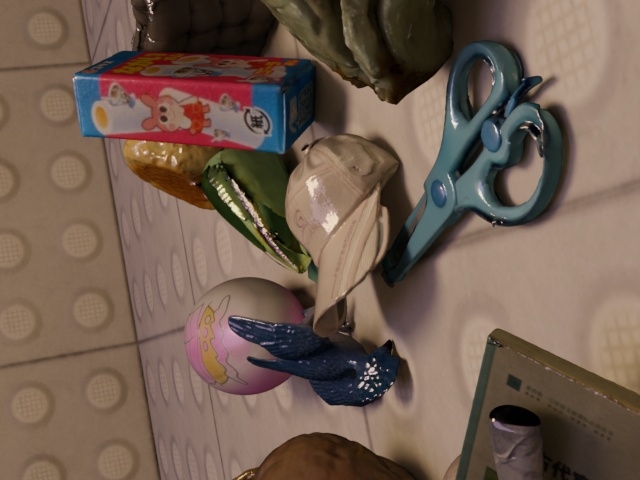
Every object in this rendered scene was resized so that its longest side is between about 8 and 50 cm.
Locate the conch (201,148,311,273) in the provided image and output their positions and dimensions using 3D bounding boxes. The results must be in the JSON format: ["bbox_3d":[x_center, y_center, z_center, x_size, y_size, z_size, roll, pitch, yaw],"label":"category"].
[{"bbox_3d":[-0.102,-0.063,1.433,0.250,0.137,0.143,-116,24,-55],"label":"conch"}]

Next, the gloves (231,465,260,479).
[{"bbox_3d":[-0.100,0.484,1.676,0.154,0.141,0.331,54,146,1],"label":"gloves"}]

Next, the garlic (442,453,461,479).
[{"bbox_3d":[0.169,0.247,0.912,0.087,0.101,0.195,-117,27,-43],"label":"garlic"}]

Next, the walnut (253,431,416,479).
[{"bbox_3d":[0.018,0.364,1.184,0.248,0.248,0.248,171,90,-70],"label":"walnut"}]

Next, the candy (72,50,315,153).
[{"bbox_3d":[-0.172,-0.199,1.314,0.157,0.306,0.100,-59,-28,-61],"label":"candy"}]

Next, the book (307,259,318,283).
[{"bbox_3d":[0.000,0.000,1.385,0.103,0.017,0.135,-155,59,-69],"label":"book"}]

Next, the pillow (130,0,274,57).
[{"bbox_3d":[-0.200,-0.313,1.486,0.101,0.228,0.326,69,156,12],"label":"pillow"}]

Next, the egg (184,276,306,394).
[{"bbox_3d":[-0.118,0.155,1.507,0.271,0.196,0.196,175,86,-76],"label":"egg"}]

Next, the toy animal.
[{"bbox_3d":[-0.003,0.160,1.267,0.255,0.239,0.176,-26,34,28],"label":"toy animal"}]

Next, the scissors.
[{"bbox_3d":[0.138,-0.048,0.974,0.393,0.032,0.180,119,138,-57],"label":"scissors"}]

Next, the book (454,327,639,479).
[{"bbox_3d":[0.207,0.225,0.774,0.215,0.025,0.282,25,130,29],"label":"book"}]

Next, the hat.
[{"bbox_3d":[0.000,-0.004,1.162,0.226,0.164,0.219,-58,-4,-34],"label":"hat"}]

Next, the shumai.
[{"bbox_3d":[0.010,-0.257,0.900,0.309,0.304,0.263,-135,30,-61],"label":"shumai"}]

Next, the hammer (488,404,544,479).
[{"bbox_3d":[0.178,0.320,0.813,0.152,0.044,0.427,8,122,39],"label":"hammer"}]

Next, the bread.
[{"bbox_3d":[-0.227,-0.150,1.653,0.134,0.244,0.244,-68,14,-16],"label":"bread"}]
